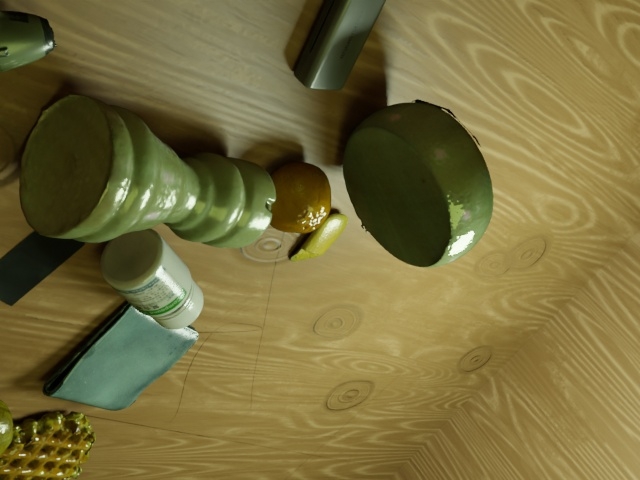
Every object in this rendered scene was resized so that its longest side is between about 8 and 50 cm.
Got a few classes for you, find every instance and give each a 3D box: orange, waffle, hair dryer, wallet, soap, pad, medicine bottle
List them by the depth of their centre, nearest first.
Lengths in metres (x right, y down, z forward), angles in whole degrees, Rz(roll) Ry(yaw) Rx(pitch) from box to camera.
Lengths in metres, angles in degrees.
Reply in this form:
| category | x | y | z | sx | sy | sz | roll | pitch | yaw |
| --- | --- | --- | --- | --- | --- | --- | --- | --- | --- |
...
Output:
| category | x | y | z | sx | sy | sz | roll | pitch | yaw |
| --- | --- | --- | --- | --- | --- | --- | --- | --- | --- |
| hair dryer | -0.501 | -0.308 | 1.188 | 0.219 | 0.088 | 0.225 | -29 | 134 | -7 |
| pad | -0.542 | 0.044 | 1.637 | 0.193 | 0.004 | 0.116 | -40 | 148 | 3 |
| medicine bottle | -0.331 | 0.082 | 1.764 | 0.139 | 0.139 | 0.237 | -35 | 149 | -5 |
| orange | -0.047 | -0.083 | 1.828 | 0.159 | 0.136 | 0.159 | -25 | 149 | -17 |
| wallet | -0.441 | 0.268 | 1.965 | 0.290 | 0.054 | 0.251 | -43 | 148 | 7 |
| waffle | -0.675 | 0.511 | 2.031 | 0.325 | 0.068 | 0.302 | -19 | 144 | -28 |
| soap | 0.000 | 0.000 | 2.070 | 0.089 | 0.033 | 0.168 | 11 | 125 | -46 |

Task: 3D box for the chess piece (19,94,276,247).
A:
| category | x | y | z | sx | sy | sz | roll | pitch | yaw |
| --- | --- | --- | --- | --- | --- | --- | --- | --- | --- |
| chess piece | -0.275 | -0.092 | 1.539 | 0.234 | 0.234 | 0.442 | -51 | 148 | 20 |

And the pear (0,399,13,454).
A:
| category | x | y | z | sx | sy | sz | roll | pitch | yaw |
| --- | --- | --- | --- | --- | --- | --- | --- | --- | --- |
| pear | -0.703 | 0.381 | 1.770 | 0.162 | 0.149 | 0.149 | -9 | 139 | -21 |

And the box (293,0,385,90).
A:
| category | x | y | z | sx | sy | sz | roll | pitch | yaw |
| --- | --- | --- | --- | --- | --- | --- | --- | --- | --- |
| box | 0.042 | -0.388 | 1.608 | 0.103 | 0.055 | 0.243 | -5 | 135 | -40 |

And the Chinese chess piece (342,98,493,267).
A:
| category | x | y | z | sx | sy | sz | roll | pitch | yaw |
| --- | --- | --- | --- | --- | --- | --- | --- | --- | --- |
| Chinese chess piece | 0.201 | -0.116 | 1.827 | 0.146 | 0.349 | 0.349 | -30 | 148 | -28 |
